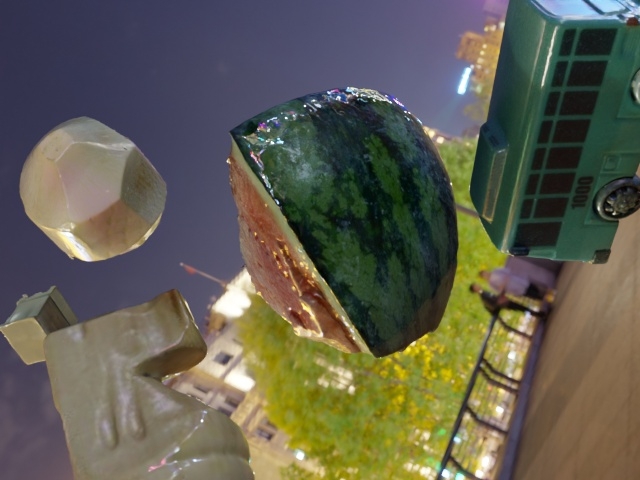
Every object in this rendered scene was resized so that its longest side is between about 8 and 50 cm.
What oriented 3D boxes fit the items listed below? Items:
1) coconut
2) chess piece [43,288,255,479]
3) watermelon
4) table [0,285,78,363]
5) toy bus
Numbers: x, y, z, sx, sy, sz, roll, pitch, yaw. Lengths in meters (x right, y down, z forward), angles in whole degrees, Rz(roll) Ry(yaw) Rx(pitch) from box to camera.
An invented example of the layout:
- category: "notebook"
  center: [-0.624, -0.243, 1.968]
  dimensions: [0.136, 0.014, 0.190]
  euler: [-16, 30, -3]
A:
- category: "coconut"
  center: [-0.372, -0.085, 1.095]
  dimensions: [0.197, 0.237, 0.237]
  euler: [-44, -18, -11]
- category: "chess piece"
  center: [-0.118, 0.162, 0.501]
  dimensions: [0.137, 0.301, 0.137]
  euler: [-22, -38, -18]
- category: "watermelon"
  center: [0.040, -0.016, 0.794]
  dimensions: [0.251, 0.283, 0.292]
  euler: [-21, -2, -14]
- category: "table"
  center: [-0.421, 0.126, 1.033]
  dimensions: [0.083, 0.062, 0.079]
  euler: [-85, -23, -58]
- category: "toy bus"
  center: [0.229, -0.106, 0.652]
  dimensions: [0.128, 0.147, 0.256]
  euler: [-96, 7, -53]
